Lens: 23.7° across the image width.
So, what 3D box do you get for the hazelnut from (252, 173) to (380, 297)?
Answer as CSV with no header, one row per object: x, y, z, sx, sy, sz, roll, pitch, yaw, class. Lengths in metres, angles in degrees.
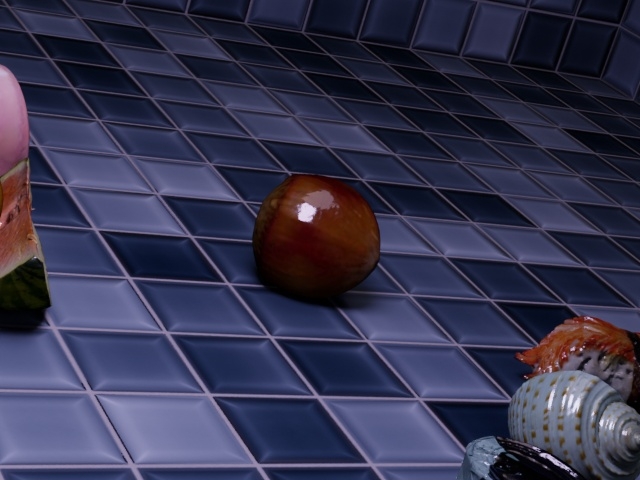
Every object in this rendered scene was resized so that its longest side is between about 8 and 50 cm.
0.000,0.000,2.389,0.208,0.208,0.208,15,21,-6,hazelnut

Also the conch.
0.334,0.273,2.024,0.172,0.200,0.131,46,35,-28,conch

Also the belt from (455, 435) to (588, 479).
0.254,0.324,1.917,0.151,0.078,0.198,-10,35,-42,belt

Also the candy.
-0.526,-0.149,2.282,0.094,0.255,0.255,0,27,-38,candy

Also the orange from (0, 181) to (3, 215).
-0.532,-0.058,2.005,0.240,0.171,0.240,19,12,-4,orange

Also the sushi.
0.460,0.205,2.327,0.332,0.130,0.124,17,15,-15,sushi

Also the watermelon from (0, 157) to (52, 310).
-0.413,0.028,2.091,0.128,0.159,0.303,42,11,-27,watermelon
